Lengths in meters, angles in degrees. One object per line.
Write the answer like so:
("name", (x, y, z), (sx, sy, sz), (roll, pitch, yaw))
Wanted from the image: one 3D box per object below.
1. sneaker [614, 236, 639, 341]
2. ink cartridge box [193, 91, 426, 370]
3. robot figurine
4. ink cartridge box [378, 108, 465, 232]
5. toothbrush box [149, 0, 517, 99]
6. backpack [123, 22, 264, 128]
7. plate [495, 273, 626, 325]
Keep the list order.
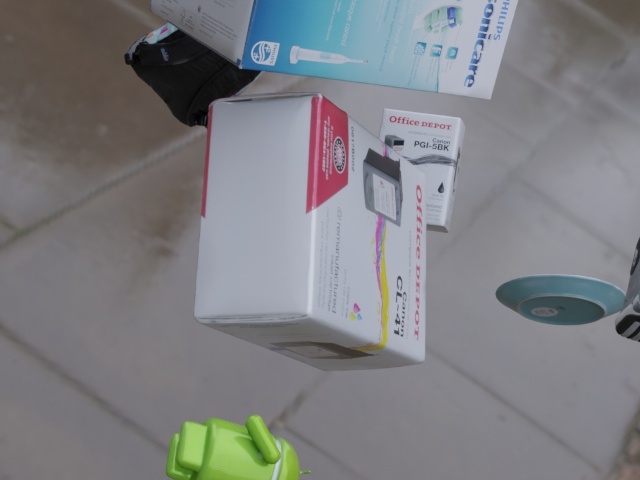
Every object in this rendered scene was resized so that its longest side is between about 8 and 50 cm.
("sneaker", (0.400, 0.014, 1.786), (0.086, 0.229, 0.132), (20, 58, -13))
("ink cartridge box", (0.000, 0.000, 1.626), (0.131, 0.226, 0.306), (-4, -14, 25))
("robot figurine", (-0.069, 0.188, 1.323), (0.115, 0.101, 0.067), (19, 50, -17))
("ink cartridge box", (0.114, -0.085, 1.920), (0.099, 0.135, 0.056), (7, -7, 11))
("toothbrush box", (0.013, -0.240, 1.580), (0.295, 0.126, 0.216), (5, 19, -32))
("backpack", (-0.135, -0.244, 2.012), (0.152, 0.182, 0.115), (44, 32, -25))
("plate", (0.343, 0.090, 2.275), (0.188, 0.188, 0.024), (17, 66, -28))
